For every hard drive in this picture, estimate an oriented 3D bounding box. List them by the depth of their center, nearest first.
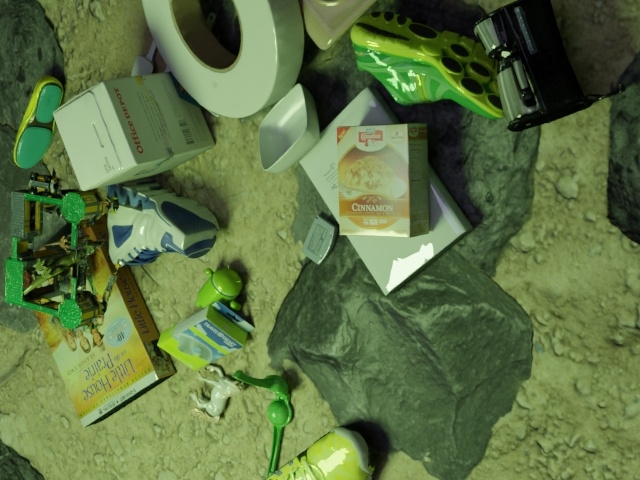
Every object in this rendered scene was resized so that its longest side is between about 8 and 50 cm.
[{"bbox_3d":[0.106,-0.086,1.592,0.203,0.040,0.307,-42,73,32],"label":"hard drive"}]

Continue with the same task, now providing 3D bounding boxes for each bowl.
[{"bbox_3d":[-0.052,-0.199,1.658,0.142,0.053,0.142,-42,41,33],"label":"bowl"}]

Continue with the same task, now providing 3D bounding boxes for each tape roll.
[{"bbox_3d":[-0.186,-0.412,1.645,0.392,0.072,0.392,31,138,33],"label":"tape roll"}]

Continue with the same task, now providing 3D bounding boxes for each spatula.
[{"bbox_3d":[-0.305,-0.382,1.859,0.168,0.019,0.242,37,117,27],"label":"spatula"}]

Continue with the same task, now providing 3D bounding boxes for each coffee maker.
[{"bbox_3d":[0.336,-0.273,1.364,0.171,0.120,0.178,-16,85,-9],"label":"coffee maker"}]

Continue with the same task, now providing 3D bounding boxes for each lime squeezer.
[{"bbox_3d":[-0.094,0.335,1.767,0.059,0.110,0.310,5,131,19],"label":"lime squeezer"}]

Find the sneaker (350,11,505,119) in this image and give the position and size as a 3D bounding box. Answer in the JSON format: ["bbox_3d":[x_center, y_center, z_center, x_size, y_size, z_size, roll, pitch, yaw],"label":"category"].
[{"bbox_3d":[0.184,-0.276,1.486,0.295,0.109,0.123,31,150,19],"label":"sneaker"}]

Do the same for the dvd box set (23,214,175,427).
[{"bbox_3d":[-0.523,0.180,2.070,0.307,0.062,0.420,-33,77,35],"label":"dvd box set"}]

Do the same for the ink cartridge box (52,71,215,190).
[{"bbox_3d":[-0.366,-0.218,1.784,0.168,0.232,0.171,-21,90,36],"label":"ink cartridge box"}]

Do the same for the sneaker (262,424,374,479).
[{"bbox_3d":[-0.045,0.492,1.719,0.385,0.147,0.145,-48,68,29],"label":"sneaker"}]

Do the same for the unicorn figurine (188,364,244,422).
[{"bbox_3d":[-0.213,0.312,1.875,0.111,0.060,0.162,30,128,19],"label":"unicorn figurine"}]

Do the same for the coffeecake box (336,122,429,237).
[{"bbox_3d":[0.105,-0.102,1.523,0.142,0.068,0.185,2,97,37],"label":"coffeecake box"}]

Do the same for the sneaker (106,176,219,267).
[{"bbox_3d":[-0.345,-0.010,1.889,0.315,0.127,0.182,30,117,36],"label":"sneaker"}]

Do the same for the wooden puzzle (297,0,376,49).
[{"bbox_3d":[0.033,-0.548,1.509,0.348,0.080,0.322,-41,81,28],"label":"wooden puzzle"}]

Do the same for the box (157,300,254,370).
[{"bbox_3d":[-0.233,0.196,1.841,0.178,0.042,0.109,-29,124,35],"label":"box"}]

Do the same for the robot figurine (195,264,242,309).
[{"bbox_3d":[-0.203,0.102,1.825,0.101,0.067,0.115,51,121,18],"label":"robot figurine"}]

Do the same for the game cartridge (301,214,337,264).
[{"bbox_3d":[0.000,0.000,1.696,0.056,0.017,0.083,38,117,30],"label":"game cartridge"}]

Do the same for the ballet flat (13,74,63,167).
[{"bbox_3d":[-0.656,-0.280,2.102,0.077,0.077,0.231,50,121,44],"label":"ballet flat"}]

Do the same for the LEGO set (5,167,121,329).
[{"bbox_3d":[-0.514,0.015,1.896,0.255,0.192,0.331,2,99,26],"label":"LEGO set"}]
